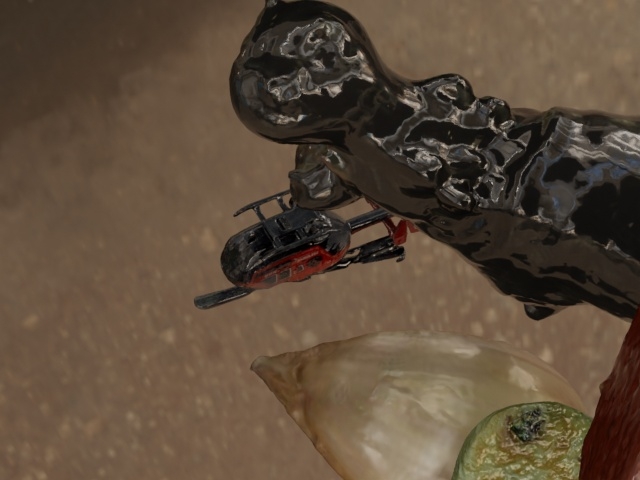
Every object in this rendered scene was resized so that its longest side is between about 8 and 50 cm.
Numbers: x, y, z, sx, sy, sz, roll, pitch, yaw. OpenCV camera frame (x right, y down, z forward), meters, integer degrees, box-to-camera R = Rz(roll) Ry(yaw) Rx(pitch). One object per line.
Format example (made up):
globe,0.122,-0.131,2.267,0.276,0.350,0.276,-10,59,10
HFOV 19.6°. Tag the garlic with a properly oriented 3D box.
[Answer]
garlic,0.077,0.107,0.994,0.115,0.206,0.128,-49,25,19

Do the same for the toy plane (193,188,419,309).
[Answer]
toy plane,0.000,0.000,1.002,0.145,0.060,0.037,-20,53,-18

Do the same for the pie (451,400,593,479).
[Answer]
pie,0.107,0.115,0.903,0.085,0.085,0.017,-11,26,3

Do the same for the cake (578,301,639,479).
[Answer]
cake,0.206,0.065,0.703,0.177,0.151,0.283,18,93,0

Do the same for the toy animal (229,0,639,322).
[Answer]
toy animal,0.114,-0.021,0.910,0.343,0.168,0.106,14,73,-7
